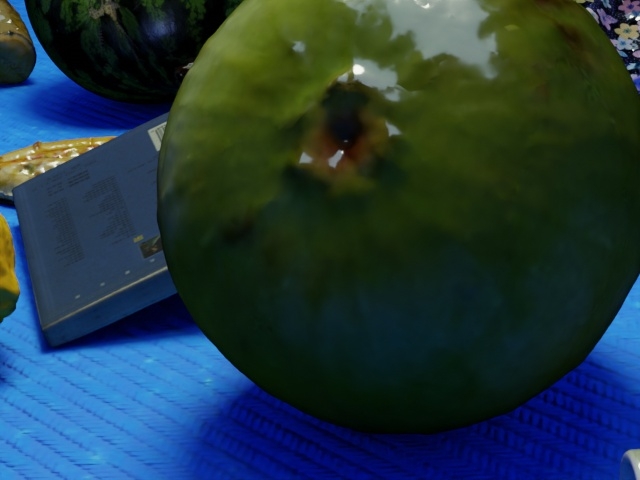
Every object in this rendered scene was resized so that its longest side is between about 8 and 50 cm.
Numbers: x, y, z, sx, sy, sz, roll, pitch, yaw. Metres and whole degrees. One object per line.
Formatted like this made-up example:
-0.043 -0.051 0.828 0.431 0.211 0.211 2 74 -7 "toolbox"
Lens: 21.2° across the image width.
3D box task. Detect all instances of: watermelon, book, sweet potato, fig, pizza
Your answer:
-0.159 -0.257 1.687 0.269 0.269 0.269 -3 21 1 "watermelon"
-0.133 -0.024 1.285 0.191 0.025 0.269 -26 27 -3 "book"
-0.413 -0.229 1.875 0.285 0.112 0.085 7 19 43 "sweet potato"
0.061 -0.028 1.035 0.316 0.316 0.316 -3 21 1 "fig"
-0.213 -0.051 1.450 0.184 0.036 0.176 -7 21 -7 "pizza"

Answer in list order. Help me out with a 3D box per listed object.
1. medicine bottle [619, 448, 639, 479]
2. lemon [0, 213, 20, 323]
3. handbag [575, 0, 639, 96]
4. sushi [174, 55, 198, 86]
0.273 0.128 0.874 0.230 0.059 0.059 -4 21 -2 "medicine bottle"
-0.286 0.018 1.137 0.187 0.142 0.142 4 22 14 "lemon"
0.283 -0.165 1.541 0.207 0.127 0.229 5 22 -12 "handbag"
-0.079 -0.129 1.567 0.094 0.084 0.098 12 21 43 "sushi"
